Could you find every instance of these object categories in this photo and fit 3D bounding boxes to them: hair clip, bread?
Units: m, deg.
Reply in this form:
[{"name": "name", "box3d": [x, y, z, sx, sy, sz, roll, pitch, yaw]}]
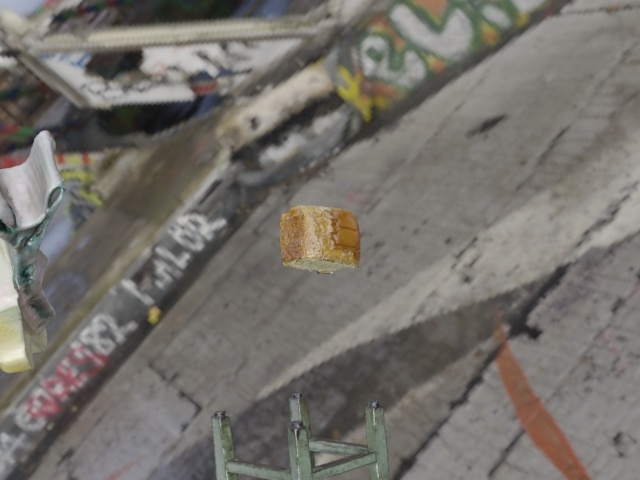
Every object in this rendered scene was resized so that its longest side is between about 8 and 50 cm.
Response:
[{"name": "hair clip", "box3d": [-0.209, 0.022, 0.817, 0.218, 0.071, 0.159, 109, 148, -59]}, {"name": "bread", "box3d": [0.001, -0.002, 1.379, 0.077, 0.083, 0.070, -18, 68, 57]}]

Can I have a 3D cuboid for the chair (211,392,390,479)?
[{"name": "chair", "box3d": [-0.016, 0.307, 1.256, 0.147, 0.270, 0.136, -1, 3, 45]}]
